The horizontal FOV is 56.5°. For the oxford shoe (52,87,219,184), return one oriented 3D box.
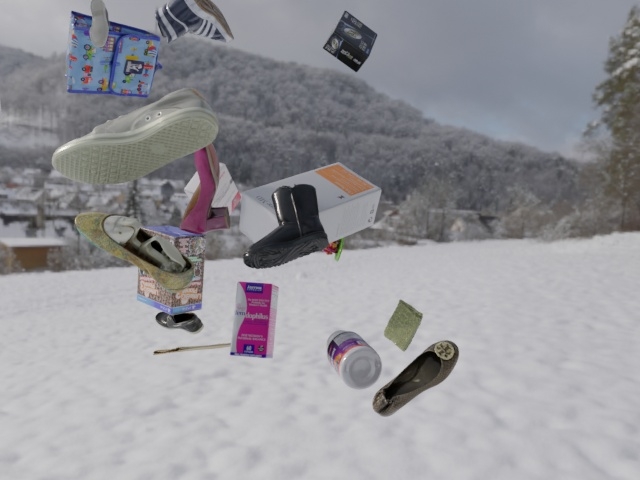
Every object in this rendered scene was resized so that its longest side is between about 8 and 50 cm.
[{"bbox_3d":[-0.456,-0.255,1.475,0.448,0.130,0.169,-17,-32,14],"label":"oxford shoe"}]

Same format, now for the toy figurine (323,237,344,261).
[{"bbox_3d":[0.000,0.000,2.175,0.159,0.130,0.173,17,26,-4],"label":"toy figurine"}]

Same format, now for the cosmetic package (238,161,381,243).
[{"bbox_3d":[-0.030,-0.108,2.050,0.453,0.162,0.230,-23,47,-39],"label":"cosmetic package"}]

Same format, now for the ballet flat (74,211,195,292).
[{"bbox_3d":[-0.487,0.009,1.606,0.348,0.123,0.123,37,-2,-12],"label":"ballet flat"}]

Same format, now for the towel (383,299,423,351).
[{"bbox_3d":[0.273,0.280,1.959,0.027,0.148,0.110,4,25,-46],"label":"towel"}]

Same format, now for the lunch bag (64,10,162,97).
[{"bbox_3d":[-0.668,-0.592,1.949,0.293,0.221,0.138,1,38,-29],"label":"lunch bag"}]

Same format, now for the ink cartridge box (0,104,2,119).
[{"bbox_3d":[-1.169,-0.492,2.051,0.062,0.209,0.109,28,44,5],"label":"ink cartridge box"}]

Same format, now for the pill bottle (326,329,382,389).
[{"bbox_3d":[0.076,0.293,1.509,0.108,0.108,0.193,2,8,-14],"label":"pill bottle"}]

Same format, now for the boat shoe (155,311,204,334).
[{"bbox_3d":[-0.570,0.310,2.369,0.232,0.079,0.084,6,49,31],"label":"boat shoe"}]

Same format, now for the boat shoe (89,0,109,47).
[{"bbox_3d":[-0.535,-0.522,1.445,0.046,0.125,0.038,-10,-9,-2],"label":"boat shoe"}]

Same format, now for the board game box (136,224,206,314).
[{"bbox_3d":[-0.566,0.105,2.249,0.231,0.291,0.141,12,12,39],"label":"board game box"}]

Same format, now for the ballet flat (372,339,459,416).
[{"bbox_3d":[0.221,0.316,1.384,0.249,0.058,0.084,-35,51,-8],"label":"ballet flat"}]

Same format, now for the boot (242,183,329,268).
[{"bbox_3d":[-0.111,-0.044,1.660,0.246,0.207,0.094,-17,-33,0],"label":"boot"}]

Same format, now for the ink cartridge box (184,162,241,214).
[{"bbox_3d":[-0.438,-0.193,2.443,0.100,0.172,0.237,21,-24,22],"label":"ink cartridge box"}]

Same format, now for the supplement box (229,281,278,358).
[{"bbox_3d":[-0.196,0.239,1.787,0.111,0.220,0.114,2,-11,7],"label":"supplement box"}]

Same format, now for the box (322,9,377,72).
[{"bbox_3d":[0.106,-0.694,2.070,0.147,0.180,0.077,33,-45,-12],"label":"box"}]

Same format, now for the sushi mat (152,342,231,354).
[{"bbox_3d":[-0.433,0.386,2.141,0.151,0.019,0.316,-13,-12,35],"label":"sushi mat"}]

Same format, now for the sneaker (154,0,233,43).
[{"bbox_3d":[-0.365,-0.617,1.705,0.153,0.099,0.282,-28,-9,12],"label":"sneaker"}]

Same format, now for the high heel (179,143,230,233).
[{"bbox_3d":[-0.420,-0.178,1.983,0.181,0.378,0.127,-4,33,2],"label":"high heel"}]
